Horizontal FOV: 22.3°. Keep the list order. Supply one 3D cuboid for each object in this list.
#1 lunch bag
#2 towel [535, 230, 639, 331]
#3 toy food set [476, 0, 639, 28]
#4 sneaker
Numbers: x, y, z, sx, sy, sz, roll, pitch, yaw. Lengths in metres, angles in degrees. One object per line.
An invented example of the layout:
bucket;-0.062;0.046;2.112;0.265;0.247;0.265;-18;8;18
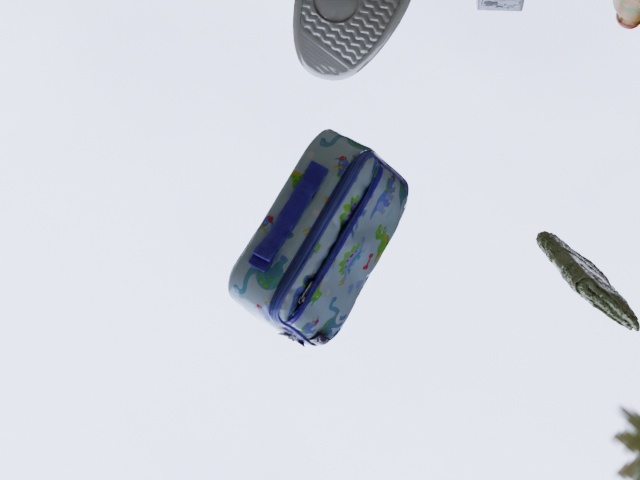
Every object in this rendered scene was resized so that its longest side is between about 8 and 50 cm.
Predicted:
lunch bag;0.000;0.000;1.740;0.090;0.176;0.219;28;-97;26
towel;0.317;0.046;1.908;0.148;0.027;0.110;32;-163;-42
toy food set;0.181;-0.247;1.429;0.232;0.104;0.111;1;-105;3
sneaker;0.050;-0.261;1.375;0.094;0.256;0.151;18;-169;4
